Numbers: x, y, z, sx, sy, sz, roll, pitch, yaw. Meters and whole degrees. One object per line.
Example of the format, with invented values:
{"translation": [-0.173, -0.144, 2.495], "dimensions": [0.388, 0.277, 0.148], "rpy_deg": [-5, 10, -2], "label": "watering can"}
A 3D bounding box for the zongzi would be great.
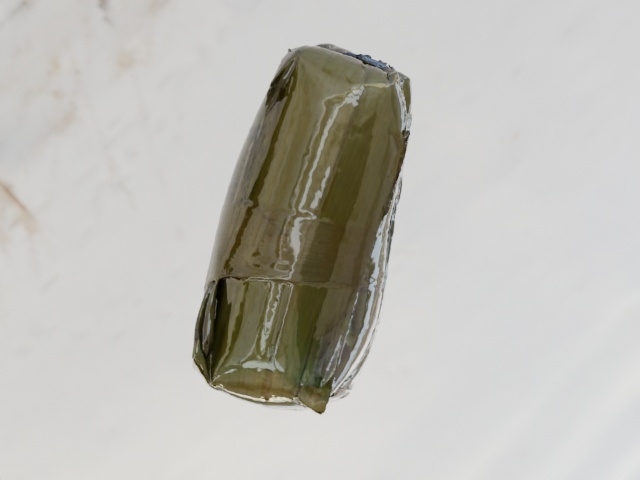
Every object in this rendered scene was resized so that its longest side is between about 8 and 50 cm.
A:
{"translation": [0.000, 0.000, 1.436], "dimensions": [0.289, 0.123, 0.260], "rpy_deg": [29, 75, -81], "label": "zongzi"}
